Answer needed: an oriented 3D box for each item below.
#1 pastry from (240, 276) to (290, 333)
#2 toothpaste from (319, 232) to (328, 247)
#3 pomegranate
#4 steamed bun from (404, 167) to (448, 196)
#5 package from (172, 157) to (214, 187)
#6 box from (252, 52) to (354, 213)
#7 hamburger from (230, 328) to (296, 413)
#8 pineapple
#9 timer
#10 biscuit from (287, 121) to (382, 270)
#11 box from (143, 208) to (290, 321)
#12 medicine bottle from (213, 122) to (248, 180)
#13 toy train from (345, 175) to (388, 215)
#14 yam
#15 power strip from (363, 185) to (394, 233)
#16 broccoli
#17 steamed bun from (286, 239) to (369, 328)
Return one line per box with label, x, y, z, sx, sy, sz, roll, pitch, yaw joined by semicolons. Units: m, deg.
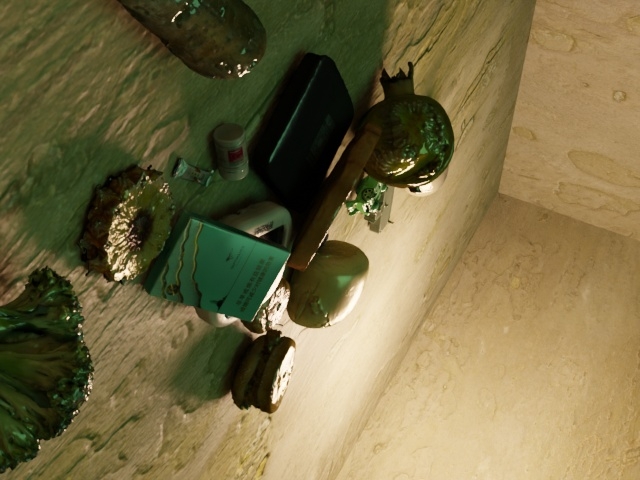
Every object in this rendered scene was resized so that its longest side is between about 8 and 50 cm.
pastry;-0.131;0.143;1.630;0.153;0.081;0.153;-35;138;-40
toothpaste;0.000;0.000;1.818;0.045;0.028;0.170;-39;-175;14
pomegranate;0.217;-0.293;1.833;0.260;0.260;0.341;5;81;-68
steamed bun;0.362;-0.246;2.364;0.177;0.130;0.228;-51;156;-34
package;-0.223;-0.118;1.237;0.037;0.015;0.110;-64;158;5
box;-0.030;-0.225;1.518;0.289;0.073;0.290;-64;159;-9
hamburger;-0.136;0.319;1.737;0.189;0.122;0.215;13;95;-75
pineapple;-0.298;-0.017;1.114;0.221;0.047;0.221;-52;155;-36
timer;-0.161;0.043;1.441;0.262;0.087;0.237;-29;136;-55
biscuit;0.027;-0.108;1.627;0.365;0.062;0.385;-59;-178;25
box;-0.184;0.051;1.279;0.229;0.041;0.162;21;104;-38
medicine bottle;-0.162;-0.161;1.279;0.058;0.058;0.091;-51;153;-36
toy train;0.138;-0.138;2.012;0.099;0.081;0.149;60;50;-64
yam;-0.200;-0.327;0.939;0.330;0.133;0.133;25;88;-65
power strip;0.187;-0.109;2.172;0.145;0.061;0.216;-48;151;-43
broccoli;-0.412;0.106;0.797;0.252;0.221;0.361;-22;143;-12
steamed bun;0.032;0.125;1.882;0.273;0.166;0.232;-19;126;-63
